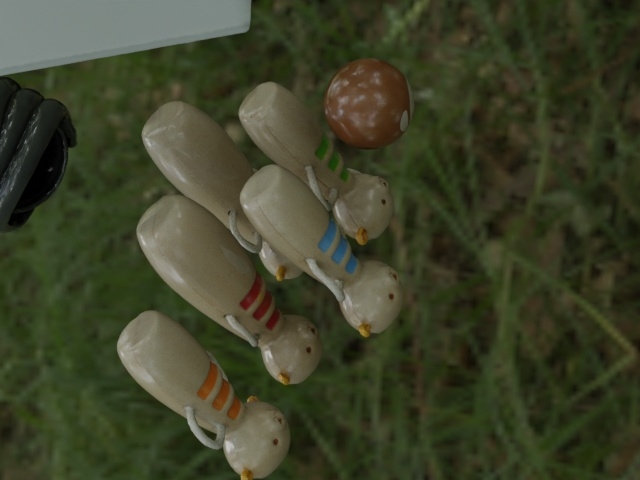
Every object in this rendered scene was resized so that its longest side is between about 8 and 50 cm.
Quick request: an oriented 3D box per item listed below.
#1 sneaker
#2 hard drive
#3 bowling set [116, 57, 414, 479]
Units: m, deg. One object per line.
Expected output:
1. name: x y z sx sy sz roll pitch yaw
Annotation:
1. sneaker: -0.234 -0.070 1.218 0.104 0.147 0.296 -61 12 1
2. hard drive: -0.204 -0.252 1.674 0.040 0.307 0.203 49 144 47
3. bowling set: 0.000 0.000 1.163 0.200 0.154 0.287 -30 32 24
